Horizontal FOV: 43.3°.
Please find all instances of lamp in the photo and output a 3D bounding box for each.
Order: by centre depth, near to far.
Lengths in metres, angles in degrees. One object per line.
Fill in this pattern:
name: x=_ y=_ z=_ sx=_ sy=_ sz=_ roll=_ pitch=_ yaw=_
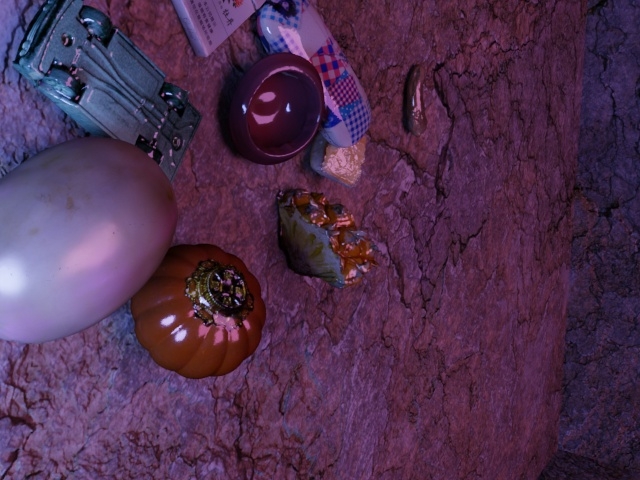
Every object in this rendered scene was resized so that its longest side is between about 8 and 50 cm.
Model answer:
lamp: x=-0.192 y=0.111 z=1.288 sx=0.223 sy=0.196 sz=0.223 roll=17 pitch=57 yaw=-28

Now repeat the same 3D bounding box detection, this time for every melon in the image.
melon: x=-0.319 y=-0.006 z=1.040 sx=0.317 sy=0.223 sz=0.223 roll=-50 pitch=137 yaw=-42

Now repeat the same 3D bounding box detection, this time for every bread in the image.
bread: x=0.033 y=-0.179 z=1.648 sx=0.106 sy=0.082 sz=0.125 roll=23 pitch=79 yaw=-30

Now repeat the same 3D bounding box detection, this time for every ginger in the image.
ginger: x=0.233 y=-0.335 z=1.942 sx=0.069 sy=0.051 sz=0.174 roll=-20 pitch=117 yaw=-57

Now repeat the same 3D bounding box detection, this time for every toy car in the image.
toy car: x=-0.293 y=-0.203 z=1.138 sx=0.320 sy=0.097 sz=0.141 roll=44 pitch=63 yaw=-53

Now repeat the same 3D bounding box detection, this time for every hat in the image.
hat: x=-0.083 y=-0.235 z=1.439 sx=0.205 sy=0.089 sz=0.206 roll=-16 pitch=120 yaw=-29

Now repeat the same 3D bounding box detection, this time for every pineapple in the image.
pineapple: x=0.000 y=0.000 z=1.595 sx=0.114 sy=0.236 sz=0.186 roll=-30 pitch=162 yaw=-44

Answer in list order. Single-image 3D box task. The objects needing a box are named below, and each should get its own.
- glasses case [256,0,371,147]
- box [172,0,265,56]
glasses case: x=-0.007 y=-0.318 z=1.516 sx=0.125 sy=0.076 sz=0.327 roll=-53 pitch=124 yaw=-27
box: x=-0.162 y=-0.405 z=1.345 sx=0.198 sy=0.029 sz=0.109 roll=-54 pitch=139 yaw=-33
